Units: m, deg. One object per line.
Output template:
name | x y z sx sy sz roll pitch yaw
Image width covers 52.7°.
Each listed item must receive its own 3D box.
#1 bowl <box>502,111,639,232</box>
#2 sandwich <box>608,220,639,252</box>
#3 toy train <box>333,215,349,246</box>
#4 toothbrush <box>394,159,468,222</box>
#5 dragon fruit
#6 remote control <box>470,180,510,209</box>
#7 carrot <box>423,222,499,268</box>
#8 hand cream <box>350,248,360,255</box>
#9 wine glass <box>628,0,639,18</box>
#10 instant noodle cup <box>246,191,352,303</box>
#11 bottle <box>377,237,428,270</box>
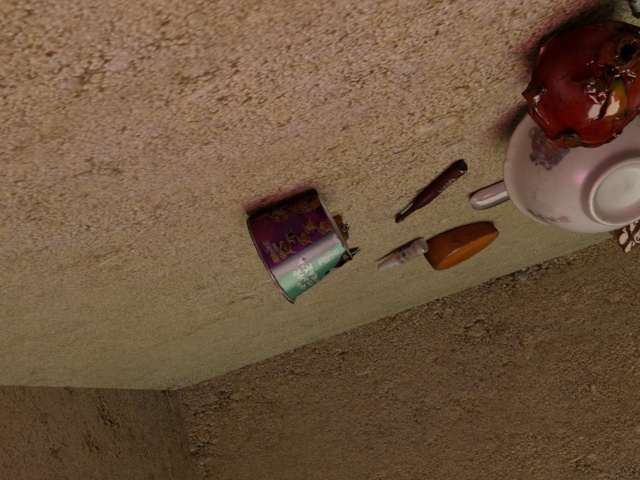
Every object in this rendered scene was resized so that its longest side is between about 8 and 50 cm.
bowl | 0.667 -0.158 1.503 0.436 0.196 0.434 -3 125 -4
sandwich | 0.853 -0.151 1.882 0.131 0.262 0.325 -26 -157 15
toy train | 0.000 0.000 1.887 0.127 0.089 0.219 7 152 -33
toothbrush | 0.311 -0.129 1.872 0.041 0.040 0.364 -9 161 -27
dragon fruit | 0.519 -0.299 1.255 0.251 0.250 0.315 -24 176 19
remote control | 0.625 -0.168 2.034 0.313 0.055 0.109 -23 162 14
carrot | 0.540 0.013 2.470 0.308 0.100 0.258 -19 163 -24
hand cream | 0.005 0.089 2.220 0.271 0.061 0.120 -17 165 -21
wine glass | 0.585 -0.440 1.194 0.083 0.042 0.038 8 112 -49
instant noodle cup | -0.043 0.007 1.631 0.190 0.251 0.251 -28 162 5
bottle | 0.299 0.060 2.402 0.217 0.060 0.060 -32 158 36
